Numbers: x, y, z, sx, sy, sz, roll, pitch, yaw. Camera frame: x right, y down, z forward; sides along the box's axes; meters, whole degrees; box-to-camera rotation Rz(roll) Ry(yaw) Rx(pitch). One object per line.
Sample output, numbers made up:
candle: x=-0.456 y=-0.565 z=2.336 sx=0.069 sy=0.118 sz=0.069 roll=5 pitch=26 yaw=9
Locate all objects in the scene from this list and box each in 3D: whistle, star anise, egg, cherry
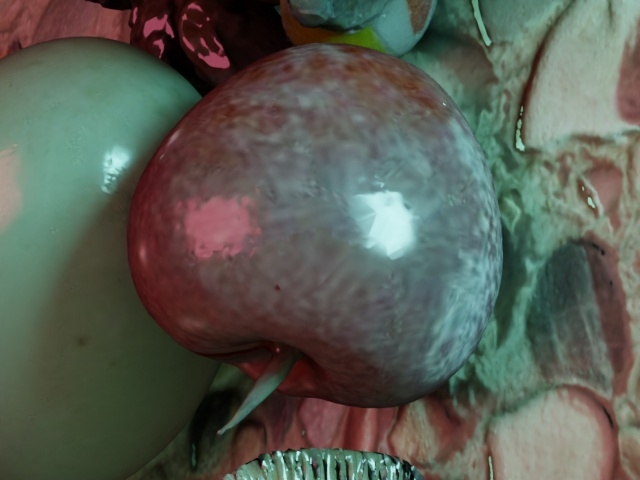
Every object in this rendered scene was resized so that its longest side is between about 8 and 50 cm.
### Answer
whistle: x=0.022 y=-0.176 z=1.099 sx=0.123 sy=0.223 sz=0.123 roll=1 pitch=95 yaw=12
star anise: x=-0.101 y=-0.221 z=1.307 sx=0.315 sy=0.108 sz=0.315 roll=-13 pitch=71 yaw=40
egg: x=-0.198 y=0.030 z=1.214 sx=0.276 sy=0.276 sz=0.389 roll=48 pitch=129 yaw=45
cherry: x=0.000 y=0.000 z=1.025 sx=0.213 sy=0.236 sz=0.285 roll=-29 pitch=31 yaw=59

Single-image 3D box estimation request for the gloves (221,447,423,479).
gloves: x=0.070 y=0.229 z=0.921 sx=0.135 sy=0.210 sz=0.312 roll=-58 pitch=33 yaw=0
